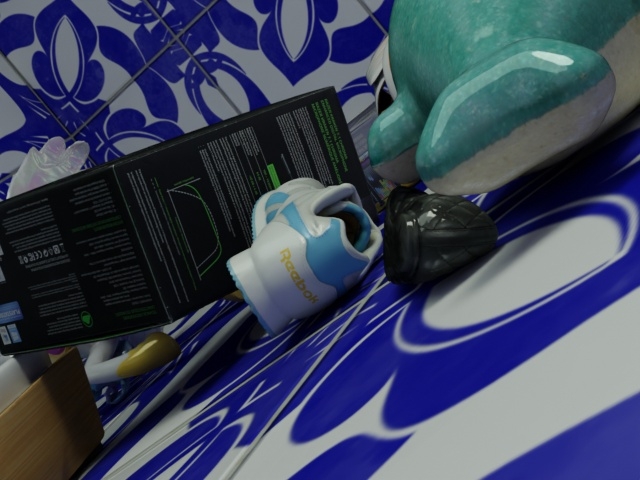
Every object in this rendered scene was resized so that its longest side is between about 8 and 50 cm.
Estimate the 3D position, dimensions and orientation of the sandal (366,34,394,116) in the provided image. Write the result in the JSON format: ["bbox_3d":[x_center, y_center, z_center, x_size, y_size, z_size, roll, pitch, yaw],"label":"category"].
[{"bbox_3d":[0.089,-0.174,1.331,0.102,0.076,0.265,-34,7,12],"label":"sandal"}]

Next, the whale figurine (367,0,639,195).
[{"bbox_3d":[0.104,-0.112,0.735,0.216,0.141,0.272,-30,8,23],"label":"whale figurine"}]

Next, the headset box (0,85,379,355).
[{"bbox_3d":[-0.126,-0.021,1.169,0.246,0.131,0.283,-13,9,43],"label":"headset box"}]

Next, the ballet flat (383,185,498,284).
[{"bbox_3d":[0.062,-0.001,0.759,0.049,0.058,0.173,1,5,-3],"label":"ballet flat"}]

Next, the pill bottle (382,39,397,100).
[{"bbox_3d":[0.161,-0.177,1.094,0.221,0.121,0.121,-35,7,44],"label":"pill bottle"}]

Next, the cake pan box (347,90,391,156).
[{"bbox_3d":[0.075,-0.146,1.819,0.267,0.070,0.246,-36,8,41],"label":"cake pan box"}]

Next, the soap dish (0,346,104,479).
[{"bbox_3d":[-0.314,0.218,1.121,0.229,0.118,0.291,-39,5,16],"label":"soap dish"}]

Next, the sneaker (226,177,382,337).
[{"bbox_3d":[0.000,0.000,0.997,0.092,0.087,0.229,-30,13,12],"label":"sneaker"}]

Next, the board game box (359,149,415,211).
[{"bbox_3d":[0.049,-0.058,1.309,0.170,0.048,0.141,-38,4,23],"label":"board game box"}]

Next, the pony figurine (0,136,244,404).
[{"bbox_3d":[-0.246,0.049,1.541,0.363,0.303,0.351,-19,25,33],"label":"pony figurine"}]
